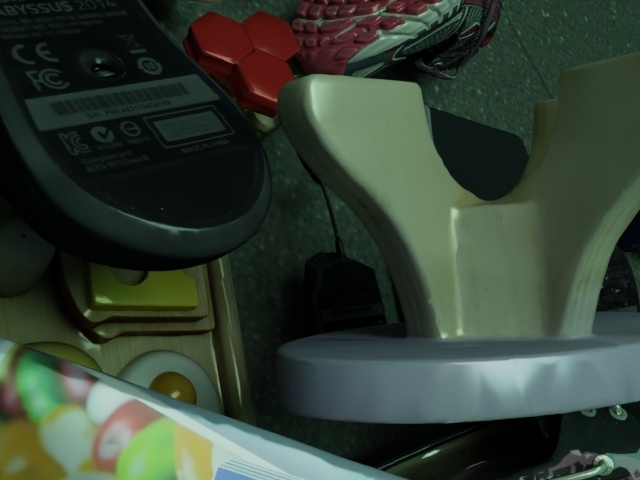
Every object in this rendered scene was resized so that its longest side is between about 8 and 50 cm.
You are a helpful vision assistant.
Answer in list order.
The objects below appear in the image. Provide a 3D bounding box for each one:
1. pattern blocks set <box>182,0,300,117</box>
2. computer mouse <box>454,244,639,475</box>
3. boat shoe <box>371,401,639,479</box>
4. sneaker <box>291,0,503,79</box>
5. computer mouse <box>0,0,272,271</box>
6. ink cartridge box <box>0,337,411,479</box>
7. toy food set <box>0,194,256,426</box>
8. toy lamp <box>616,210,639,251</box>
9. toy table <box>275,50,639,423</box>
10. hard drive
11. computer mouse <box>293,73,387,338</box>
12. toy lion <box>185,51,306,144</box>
[{"bbox_3d":[-0.140,-0.240,0.565,0.286,0.026,0.324,12,56,-24],"label":"pattern blocks set"},{"bbox_3d":[0.154,0.130,0.589,0.184,0.060,0.261,-13,93,-17],"label":"computer mouse"},{"bbox_3d":[0.140,0.133,0.493,0.303,0.114,0.091,-27,97,-10],"label":"boat shoe"},{"bbox_3d":[0.089,-0.187,0.702,0.299,0.121,0.112,-37,133,-43],"label":"sneaker"},{"bbox_3d":[-0.124,-0.081,0.414,0.189,0.072,0.272,-14,59,-40],"label":"computer mouse"},{"bbox_3d":[-0.109,0.138,0.292,0.311,0.065,0.185,22,72,-10],"label":"ink cartridge box"},{"bbox_3d":[-0.109,0.054,0.425,0.220,0.092,0.306,4,66,-39],"label":"toy food set"},{"bbox_3d":[0.431,0.020,0.917,0.275,0.080,0.080,24,54,-29],"label":"toy lamp"},{"bbox_3d":[0.096,-0.002,0.447,0.274,0.252,0.160,-3,90,-48],"label":"toy table"},{"bbox_3d":[0.136,0.009,0.685,0.172,0.054,0.254,10,62,-37],"label":"hard drive"},{"bbox_3d":[0.000,0.000,0.570,0.071,0.041,0.242,2,73,-44],"label":"computer mouse"},{"bbox_3d":[-0.051,-0.119,0.613,0.100,0.034,0.096,-25,78,-45],"label":"toy lion"}]
